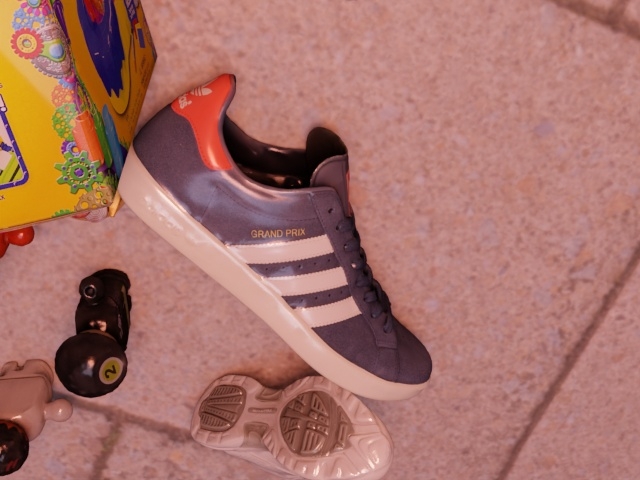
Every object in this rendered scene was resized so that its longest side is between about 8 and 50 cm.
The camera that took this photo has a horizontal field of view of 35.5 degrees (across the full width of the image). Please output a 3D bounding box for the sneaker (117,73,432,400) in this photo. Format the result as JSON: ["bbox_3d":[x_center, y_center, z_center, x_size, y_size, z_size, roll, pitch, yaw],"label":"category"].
[{"bbox_3d":[0.000,0.000,0.850,0.350,0.131,0.148,40,105,-24],"label":"sneaker"}]

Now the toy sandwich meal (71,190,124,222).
[{"bbox_3d":[-0.204,-0.051,0.865,0.086,0.029,0.085,-1,117,-3],"label":"toy sandwich meal"}]

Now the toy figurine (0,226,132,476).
[{"bbox_3d":[-0.284,0.086,0.864,0.213,0.148,0.209,40,109,-21],"label":"toy figurine"}]

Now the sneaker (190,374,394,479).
[{"bbox_3d":[-0.010,0.183,0.930,0.115,0.232,0.090,40,67,-38],"label":"sneaker"}]

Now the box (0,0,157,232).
[{"bbox_3d":[-0.240,-0.185,0.647,0.177,0.290,0.279,-13,118,3],"label":"box"}]
